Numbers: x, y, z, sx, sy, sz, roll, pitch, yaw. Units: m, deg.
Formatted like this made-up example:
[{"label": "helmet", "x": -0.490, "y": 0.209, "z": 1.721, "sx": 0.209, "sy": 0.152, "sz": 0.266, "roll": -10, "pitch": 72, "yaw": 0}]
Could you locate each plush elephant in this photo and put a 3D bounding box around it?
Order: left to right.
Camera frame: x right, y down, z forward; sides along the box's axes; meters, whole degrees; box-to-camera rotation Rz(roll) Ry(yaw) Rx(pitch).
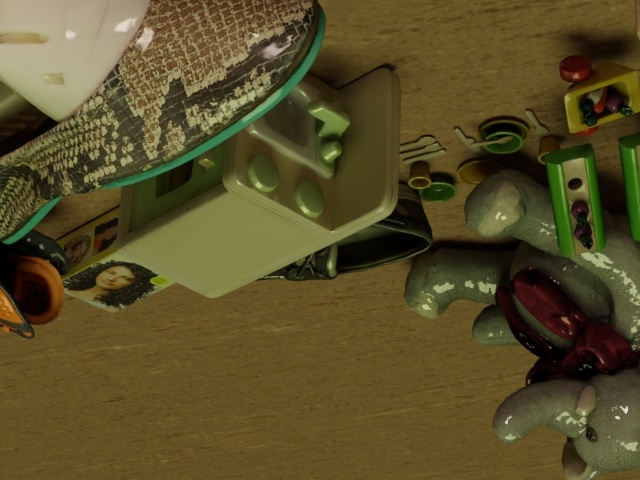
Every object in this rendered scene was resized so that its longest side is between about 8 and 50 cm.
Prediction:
[{"label": "plush elephant", "x": 0.254, "y": 0.114, "z": 1.912, "sx": 0.330, "sy": 0.255, "sz": 0.272, "roll": 10, "pitch": 155, "yaw": -19}]

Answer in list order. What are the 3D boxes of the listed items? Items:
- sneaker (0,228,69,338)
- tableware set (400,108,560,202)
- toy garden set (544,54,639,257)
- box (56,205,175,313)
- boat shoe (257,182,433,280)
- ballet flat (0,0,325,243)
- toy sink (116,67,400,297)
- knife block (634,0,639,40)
[{"label": "sneaker", "x": -0.339, "y": 0.070, "z": 1.967, "sx": 0.180, "sy": 0.124, "sz": 0.321, "roll": 15, "pitch": 154, "yaw": 14}, {"label": "tableware set", "x": 0.151, "y": -0.072, "z": 1.837, "sx": 0.154, "sy": 0.024, "sz": 0.104, "roll": -15, "pitch": 147, "yaw": 25}, {"label": "toy garden set", "x": 0.320, "y": -0.085, "z": 1.708, "sx": 0.244, "sy": 0.049, "sz": 0.203, "roll": -13, "pitch": 128, "yaw": 1}, {"label": "box", "x": -0.163, "y": 0.000, "z": 1.944, "sx": 0.087, "sy": 0.058, "sz": 0.232, "roll": 26, "pitch": 142, "yaw": -36}, {"label": "boat shoe", "x": 0.001, "y": 0.001, "z": 1.860, "sx": 0.224, "sy": 0.073, "sz": 0.080, "roll": -12, "pitch": 130, "yaw": -16}, {"label": "ballet flat", "x": -0.202, "y": -0.111, "z": 1.443, "sx": 0.182, "sy": 0.164, "sz": 0.483, "roll": 31, "pitch": 150, "yaw": -26}, {"label": "toy sink", "x": -0.059, "y": -0.072, "z": 1.720, "sx": 0.234, "sy": 0.152, "sz": 0.131, "roll": -24, "pitch": 141, "yaw": 39}, {"label": "knife block", "x": 0.410, "y": -0.218, "z": 1.506, "sx": 0.276, "sy": 0.088, "sz": 0.242, "roll": 11, "pitch": 148, "yaw": -16}]
